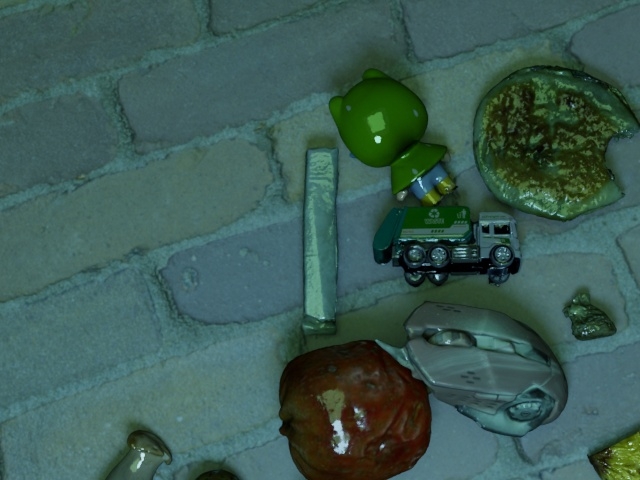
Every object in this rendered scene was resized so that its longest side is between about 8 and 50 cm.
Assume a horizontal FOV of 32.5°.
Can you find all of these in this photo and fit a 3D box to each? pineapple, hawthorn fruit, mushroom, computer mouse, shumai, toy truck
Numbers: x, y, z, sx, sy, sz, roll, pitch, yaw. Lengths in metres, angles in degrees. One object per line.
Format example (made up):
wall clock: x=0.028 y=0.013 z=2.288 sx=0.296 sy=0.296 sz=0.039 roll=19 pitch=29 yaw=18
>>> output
pineapple: x=0.503 y=0.375 z=1.831 sx=0.116 sy=0.069 sz=0.137 roll=17 pitch=73 yaw=14
hawthorn fruit: x=0.055 y=0.283 z=1.787 sx=0.261 sy=0.258 sz=0.258 roll=15 pitch=81 yaw=2
mushroom: x=-0.328 y=0.432 z=1.879 sx=0.097 sy=0.088 sz=0.213 roll=25 pitch=77 yaw=0
computer mouse: x=0.263 y=0.188 z=1.771 sx=0.389 sy=0.115 sz=0.200 roll=21 pitch=44 yaw=-26
shumai: x=0.460 y=0.128 z=1.871 sx=0.083 sy=0.082 sz=0.080 roll=-3 pitch=78 yaw=-17
toy truck: x=0.217 y=0.009 z=1.897 sx=0.253 sy=0.114 sz=0.124 roll=-2 pitch=69 yaw=5

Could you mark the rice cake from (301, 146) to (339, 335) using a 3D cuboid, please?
rice cake: x=0.000 y=0.000 z=1.940 sx=0.066 sy=0.063 sz=0.336 roll=1 pitch=79 yaw=2

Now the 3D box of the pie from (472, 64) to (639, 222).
pie: x=0.410 y=-0.174 z=1.932 sx=0.302 sy=0.067 sz=0.303 roll=-1 pitch=79 yaw=5

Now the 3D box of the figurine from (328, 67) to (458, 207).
figurine: x=0.134 y=-0.174 z=1.927 sx=0.162 sy=0.143 sz=0.263 roll=-40 pitch=90 yaw=-6

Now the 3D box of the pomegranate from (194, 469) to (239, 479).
pomegranate: x=-0.185 y=0.457 z=1.859 sx=0.114 sy=0.114 sz=0.142 roll=41 pitch=111 yaw=11
